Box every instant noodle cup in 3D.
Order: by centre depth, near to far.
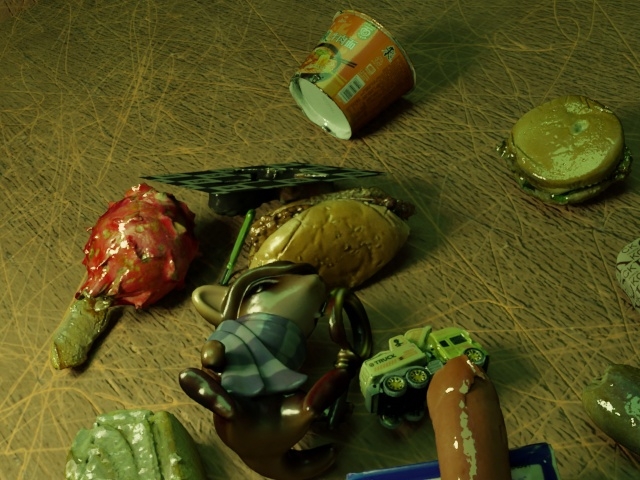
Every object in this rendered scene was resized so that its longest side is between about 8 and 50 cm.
[{"bbox_3d":[0.057,-0.332,1.762,0.230,0.230,0.182,29,71,40],"label":"instant noodle cup"}]

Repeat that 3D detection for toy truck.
[{"bbox_3d":[0.142,0.188,1.238,0.191,0.085,0.116,-16,43,-19],"label":"toy truck"}]

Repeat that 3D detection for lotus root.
[{"bbox_3d":[0.439,0.233,1.106,0.113,0.088,0.192,-35,44,-25],"label":"lotus root"}]

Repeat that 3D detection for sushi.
[{"bbox_3d":[-0.107,-0.090,1.550,0.359,0.064,0.343,-8,13,-33],"label":"sushi"}]

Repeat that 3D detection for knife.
[{"bbox_3d":[-0.143,0.010,1.497,0.015,0.212,0.054,28,48,1],"label":"knife"}]

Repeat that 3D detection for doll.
[{"bbox_3d":[-0.060,0.173,1.240,0.209,0.318,0.340,-41,30,23],"label":"doll"}]

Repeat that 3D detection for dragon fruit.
[{"bbox_3d":[-0.335,0.027,1.545,0.205,0.210,0.268,-33,16,53],"label":"dragon fruit"}]

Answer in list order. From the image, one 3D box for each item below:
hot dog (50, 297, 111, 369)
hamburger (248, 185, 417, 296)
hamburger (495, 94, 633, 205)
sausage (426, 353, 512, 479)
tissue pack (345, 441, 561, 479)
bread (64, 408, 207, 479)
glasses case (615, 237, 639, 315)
[{"bbox_3d":[-0.441,0.169,1.531,0.061,0.078,0.169,-36,21,49],"label":"hot dog"},{"bbox_3d":[0.000,0.000,1.464,0.282,0.245,0.155,-49,39,19],"label":"hamburger"},{"bbox_3d":[0.434,-0.146,1.480,0.189,0.122,0.215,-41,49,-13],"label":"hamburger"},{"bbox_3d":[0.174,0.322,0.922,0.094,0.094,0.419,-37,37,37],"label":"sausage"},{"bbox_3d":[0.172,0.375,1.030,0.269,0.137,0.209,-12,45,5],"label":"tissue pack"},{"bbox_3d":[-0.257,0.360,1.218,0.186,0.124,0.257,-29,44,-10],"label":"bread"},{"bbox_3d":[0.546,0.114,1.187,0.137,0.085,0.355,-20,42,-1],"label":"glasses case"}]
